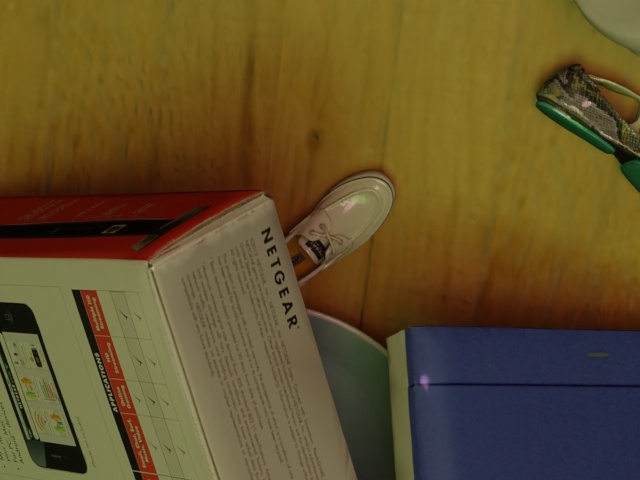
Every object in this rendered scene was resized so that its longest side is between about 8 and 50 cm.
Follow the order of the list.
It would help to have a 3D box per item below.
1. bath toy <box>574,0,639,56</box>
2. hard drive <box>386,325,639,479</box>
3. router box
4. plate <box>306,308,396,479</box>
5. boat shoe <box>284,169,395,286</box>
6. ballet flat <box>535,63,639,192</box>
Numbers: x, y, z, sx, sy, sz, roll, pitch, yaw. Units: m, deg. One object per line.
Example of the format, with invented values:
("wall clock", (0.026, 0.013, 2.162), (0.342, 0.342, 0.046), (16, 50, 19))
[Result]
("bath toy", (0.197, -0.256, 0.777), (0.151, 0.129, 0.348), (21, 116, 47))
("hard drive", (0.144, 0.204, 0.849), (0.210, 0.040, 0.319), (3, 75, -24))
("router box", (-0.109, 0.142, 0.883), (0.301, 0.082, 0.336), (1, 115, 44))
("plate", (-0.027, 0.116, 0.974), (0.188, 0.024, 0.188), (3, 113, 6))
("boat shoe", (0.000, 0.000, 0.928), (0.100, 0.035, 0.035), (-36, 102, 17))
("ballet flat", (0.167, -0.053, 0.892), (0.114, 0.041, 0.041), (39, 109, -9))
